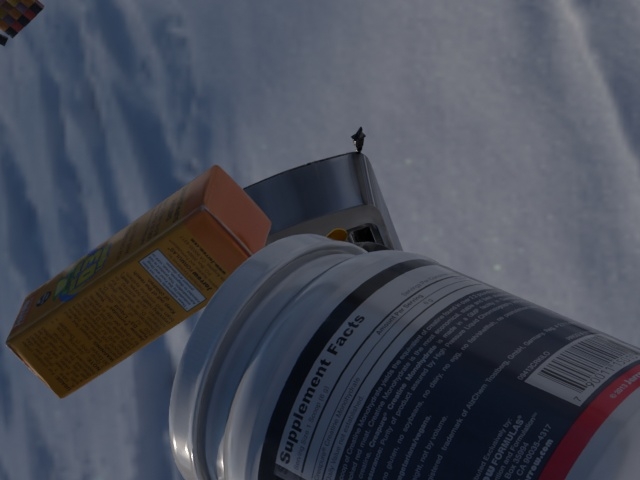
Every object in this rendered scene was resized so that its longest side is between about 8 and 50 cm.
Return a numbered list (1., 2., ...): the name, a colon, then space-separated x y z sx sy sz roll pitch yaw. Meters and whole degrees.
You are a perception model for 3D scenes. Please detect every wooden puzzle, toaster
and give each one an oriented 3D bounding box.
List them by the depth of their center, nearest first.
1. wooden puzzle: -0.286 -0.215 1.476 0.083 0.049 0.006 -35 26 33
2. toaster: 0.000 0.000 1.763 0.110 0.168 0.185 -104 -6 -52

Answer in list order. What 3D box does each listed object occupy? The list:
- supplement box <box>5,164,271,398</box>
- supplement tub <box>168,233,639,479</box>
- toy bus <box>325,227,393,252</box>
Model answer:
1. supplement box: -0.154 0.037 1.356 0.233 0.080 0.078 -35 22 23
2. supplement tub: 0.072 0.118 0.864 0.272 0.191 0.191 23 114 35
3. toy bus: 0.025 0.129 1.435 0.211 0.220 0.149 -41 14 51
